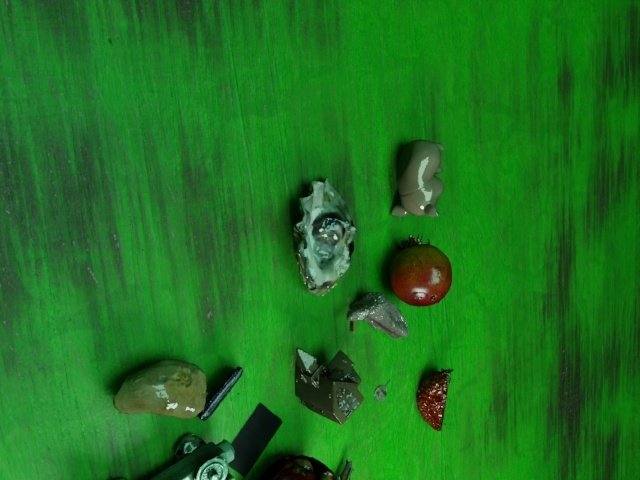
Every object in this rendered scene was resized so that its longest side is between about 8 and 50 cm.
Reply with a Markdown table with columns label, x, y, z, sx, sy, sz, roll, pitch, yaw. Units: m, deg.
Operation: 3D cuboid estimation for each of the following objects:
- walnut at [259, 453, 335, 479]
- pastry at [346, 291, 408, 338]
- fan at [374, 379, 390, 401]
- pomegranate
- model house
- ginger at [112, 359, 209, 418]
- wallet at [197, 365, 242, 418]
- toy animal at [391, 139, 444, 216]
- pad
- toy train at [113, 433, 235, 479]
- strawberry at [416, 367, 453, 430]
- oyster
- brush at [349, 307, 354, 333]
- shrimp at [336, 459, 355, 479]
| label | x | y | z | sx | sy | sz | roll | pitch | yaw |
| --- | --- | --- | --- | --- | --- | --- | --- | --- | --- |
| walnut | -0.071 | 0.757 | 1.791 | 0.221 | 0.243 | 0.269 | 24 | 89 | -58 |
| pastry | 0.190 | 0.232 | 2.005 | 0.265 | 0.102 | 0.112 | 29 | 68 | -46 |
| fan | 0.205 | 0.504 | 2.126 | 0.060 | 0.003 | 0.080 | 19 | 85 | -39 |
| pomegranate | 0.318 | 0.099 | 2.035 | 0.210 | 0.210 | 0.235 | -8 | 76 | -37 |
| model house | 0.005 | 0.380 | 1.838 | 0.176 | 0.180 | 0.248 | -47 | 123 | -24 |
| ginger | -0.380 | 0.368 | 1.565 | 0.267 | 0.152 | 0.138 | 11 | 60 | -34 |
| wallet | -0.266 | 0.406 | 1.683 | 0.030 | 0.111 | 0.166 | 36 | 69 | 6 |
| toy animal | 0.318 | -0.198 | 2.021 | 0.153 | 0.166 | 0.250 | 0 | 90 | -29 |
| pad | -0.195 | 0.574 | 1.820 | 0.193 | 0.004 | 0.116 | -54 | 125 | -20 |
| toy train | -0.374 | 0.680 | 1.604 | 0.397 | 0.160 | 0.253 | -26 | 117 | -34 |
| strawberry | 0.394 | 0.556 | 2.229 | 0.175 | 0.106 | 0.236 | 10 | 91 | -75 |
| oyster | -0.001 | 0.000 | 1.832 | 0.237 | 0.114 | 0.352 | -17 | 112 | -44 |
| brush | 0.104 | 0.253 | 2.002 | 0.021 | 0.018 | 0.083 | -10 | 101 | -47 |
| shrimp | -0.014 | 0.830 | 1.959 | 0.247 | 0.085 | 0.360 | 46 | 72 | -26 |
